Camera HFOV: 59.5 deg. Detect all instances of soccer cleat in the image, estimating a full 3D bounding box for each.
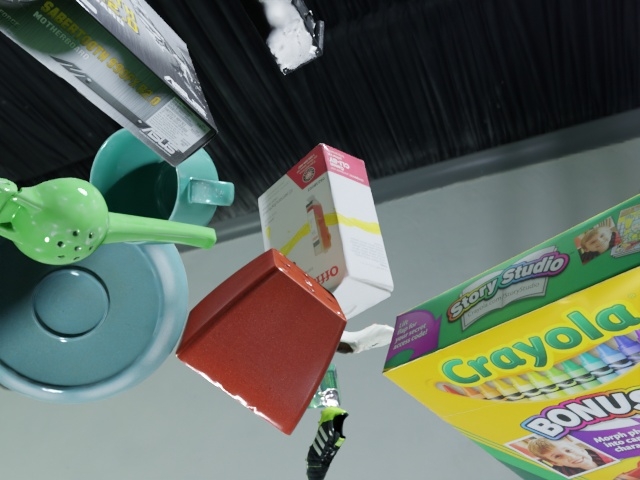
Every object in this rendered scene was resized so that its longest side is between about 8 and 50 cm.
[{"bbox_3d":[0.016,0.465,1.265,0.072,0.060,0.179,-8,56,43],"label":"soccer cleat"},{"bbox_3d":[0.101,0.260,1.435,0.196,0.068,0.076,-3,28,-3],"label":"soccer cleat"}]

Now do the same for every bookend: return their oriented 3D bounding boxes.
[{"bbox_3d":[-0.062,-0.373,0.893,0.072,0.156,0.157,-24,32,18],"label":"bookend"}]

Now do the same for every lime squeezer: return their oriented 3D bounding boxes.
[{"bbox_3d":[-0.190,-0.046,0.341,0.059,0.310,0.110,-43,34,29],"label":"lime squeezer"}]

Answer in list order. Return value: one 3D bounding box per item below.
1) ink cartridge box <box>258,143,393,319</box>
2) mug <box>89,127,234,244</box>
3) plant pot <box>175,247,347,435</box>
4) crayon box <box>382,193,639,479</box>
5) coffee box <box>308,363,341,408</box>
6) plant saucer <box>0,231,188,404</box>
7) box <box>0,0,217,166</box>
[{"bbox_3d":[0.000,0.000,1.410,0.279,0.160,0.385,-36,52,36],"label":"ink cartridge box"},{"bbox_3d":[-0.173,-0.052,0.643,0.157,0.097,0.129,42,106,19],"label":"mug"},{"bbox_3d":[-0.097,0.171,1.129,0.236,0.267,0.267,-50,12,3],"label":"plant pot"},{"bbox_3d":[0.305,0.142,0.608,0.363,0.313,0.106,-37,22,42],"label":"crayon box"},{"bbox_3d":[-0.041,0.399,1.512,0.184,0.113,0.040,-6,14,11],"label":"coffee box"},{"bbox_3d":[-0.349,0.086,0.789,0.317,0.318,0.043,-39,14,-6],"label":"plant saucer"},{"bbox_3d":[-0.197,-0.192,0.477,0.056,0.231,0.183,-35,46,12],"label":"box"}]
